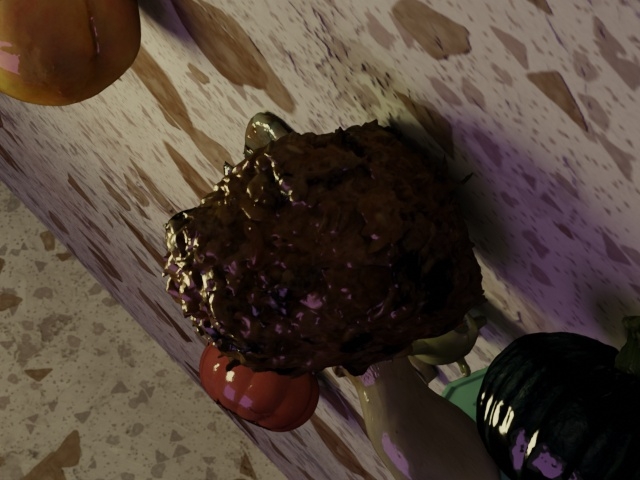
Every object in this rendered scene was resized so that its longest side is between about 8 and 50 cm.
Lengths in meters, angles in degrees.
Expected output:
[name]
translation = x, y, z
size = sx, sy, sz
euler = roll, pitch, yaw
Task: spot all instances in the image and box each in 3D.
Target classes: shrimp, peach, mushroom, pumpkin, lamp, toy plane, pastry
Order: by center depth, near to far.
[pumpkin]
translation = 0.207, 0.144, 1.353
size = 0.194, 0.150, 0.194
euler = 53, 178, 2
[pastry]
translation = 0.000, 0.000, 1.484
size = 0.275, 0.275, 0.193
euler = 84, 179, -70
[mushroom]
translation = 0.090, 0.170, 1.629
size = 0.212, 0.088, 0.097
euler = 53, -171, -5
[toy plane]
translation = 0.070, 0.058, 1.745
size = 0.286, 0.092, 0.108
euler = 19, 127, 66
[peach]
translation = -0.267, -0.220, 1.835
size = 0.184, 0.184, 0.184
euler = 46, 168, 13
[shrimp]
translation = -0.024, -0.054, 1.845
size = 0.148, 0.035, 0.195
euler = 45, 167, 5
[lamp]
translation = -0.083, 0.192, 2.612
size = 0.182, 0.140, 0.182
euler = 31, 176, 3

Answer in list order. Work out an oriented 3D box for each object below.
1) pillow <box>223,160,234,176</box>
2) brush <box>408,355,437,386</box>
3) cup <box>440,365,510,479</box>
[pillow]
translation = -0.058, -0.016, 2.011
size = 0.141, 0.055, 0.208
euler = 45, 172, 4
[brush]
translation = 0.020, 0.101, 2.109
size = 0.327, 0.065, 0.070
euler = 31, 157, 52
[cup]
translation = 0.194, 0.242, 1.751
size = 0.235, 0.134, 0.148
euler = 58, -167, -23
